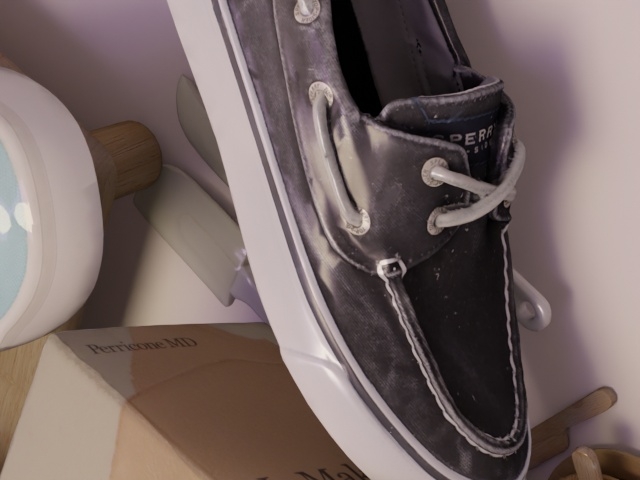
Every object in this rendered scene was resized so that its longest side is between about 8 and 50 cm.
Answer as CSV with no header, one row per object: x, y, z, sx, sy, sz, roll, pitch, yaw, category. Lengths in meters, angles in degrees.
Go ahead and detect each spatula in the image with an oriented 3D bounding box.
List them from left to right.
0.000,0.000,0.835,0.242,0.019,0.168,46,132,25,spatula

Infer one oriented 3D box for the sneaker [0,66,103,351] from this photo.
-0.251,0.006,0.796,0.366,0.150,0.135,-6,101,44,sneaker

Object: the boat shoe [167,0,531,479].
0.032,-0.033,0.713,0.102,0.108,0.301,-20,90,41,boat shoe

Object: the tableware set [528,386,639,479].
0.096,0.159,0.814,0.128,0.039,0.194,57,136,7,tableware set

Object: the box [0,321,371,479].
0.005,0.162,0.752,0.311,0.148,0.121,35,114,37,box

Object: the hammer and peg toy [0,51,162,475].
-0.241,0.023,0.995,0.266,0.127,0.361,42,132,25,hammer and peg toy
